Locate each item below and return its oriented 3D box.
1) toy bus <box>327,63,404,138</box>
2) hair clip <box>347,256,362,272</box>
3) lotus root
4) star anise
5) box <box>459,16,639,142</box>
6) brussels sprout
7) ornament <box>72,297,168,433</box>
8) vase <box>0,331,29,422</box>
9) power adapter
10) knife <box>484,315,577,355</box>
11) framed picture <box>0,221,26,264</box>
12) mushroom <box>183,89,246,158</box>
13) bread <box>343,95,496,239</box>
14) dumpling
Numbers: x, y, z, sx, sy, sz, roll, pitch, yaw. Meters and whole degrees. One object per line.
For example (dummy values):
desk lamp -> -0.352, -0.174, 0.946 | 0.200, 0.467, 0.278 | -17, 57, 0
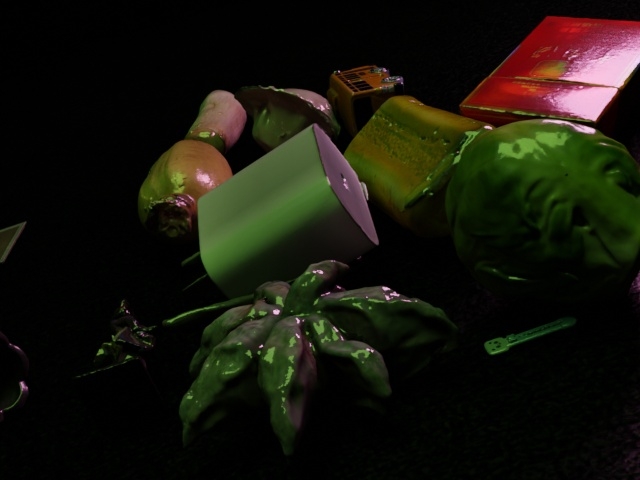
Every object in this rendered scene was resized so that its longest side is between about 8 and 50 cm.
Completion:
toy bus -> 0.080, -0.241, 1.706 | 0.114, 0.098, 0.201 | -12, 22, -7
hair clip -> 0.000, 0.006, 1.299 | 0.062, 0.056, 0.214 | -13, 29, -18
lotus root -> -0.209, -0.072, 1.531 | 0.146, 0.131, 0.303 | -39, 18, 14
star anise -> -0.040, 0.104, 0.996 | 0.360, 0.139, 0.316 | -14, 17, 14
box -> 0.358, -0.220, 1.399 | 0.198, 0.089, 0.313 | 13, 42, 32
brussels sprout -> 0.234, -0.032, 0.999 | 0.223, 0.223, 0.161 | -5, 34, 32
ornament -> -0.225, 0.137, 1.146 | 0.088, 0.081, 0.203 | -19, 21, 0
vase -> -0.490, 0.182, 1.238 | 0.238, 0.115, 0.115 | -10, 24, 34
power adapter -> -0.070, -0.011, 1.228 | 0.255, 0.124, 0.187 | -31, 33, 13
knife -> 0.212, 0.094, 0.979 | 0.096, 0.010, 0.027 | -19, 23, 2
framed picture -> -0.628, 0.025, 1.800 | 0.142, 0.011, 0.183 | -18, 24, 4
mushroom -> -0.213, -0.224, 1.925 | 0.123, 0.095, 0.351 | -33, 18, 14
bread -> 0.140, -0.100, 1.332 | 0.166, 0.112, 0.383 | -50, 21, 2
dumpling -> -0.070, -0.219, 1.708 | 0.247, 0.172, 0.142 | 9, 64, 56
